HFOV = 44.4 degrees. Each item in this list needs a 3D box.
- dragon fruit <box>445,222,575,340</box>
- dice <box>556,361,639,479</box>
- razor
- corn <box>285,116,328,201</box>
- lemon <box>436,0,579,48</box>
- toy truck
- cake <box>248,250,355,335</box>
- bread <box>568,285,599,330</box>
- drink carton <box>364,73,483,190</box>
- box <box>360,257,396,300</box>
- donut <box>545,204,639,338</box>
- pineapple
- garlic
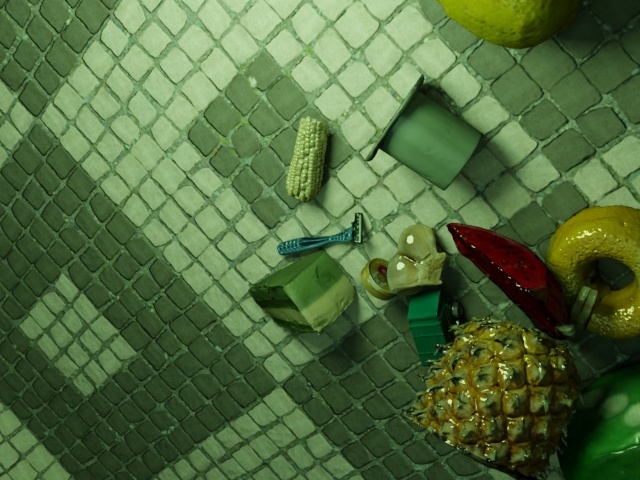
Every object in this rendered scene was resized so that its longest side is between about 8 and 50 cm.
[{"bbox_3d":[0.425,0.083,1.658,0.100,0.343,0.282,-40,127,-1],"label":"dragon fruit"},{"bbox_3d":[0.705,0.456,1.674,0.300,0.297,0.287,-33,99,32],"label":"dice"},{"bbox_3d":[0.000,0.000,1.939,0.253,0.042,0.081,-14,64,30],"label":"razor"},{"bbox_3d":[-0.028,-0.194,1.844,0.087,0.087,0.210,20,113,16],"label":"corn"},{"bbox_3d":[0.346,-0.487,1.433,0.260,0.260,0.284,-34,89,33],"label":"lemon"},{"bbox_3d":[0.286,0.236,1.871,0.114,0.124,0.253,-10,107,31],"label":"toy truck"},{"bbox_3d":[-0.048,0.130,2.007,0.158,0.172,0.284,56,157,-12],"label":"cake"},{"bbox_3d":[0.539,0.153,1.627,0.043,0.062,0.108,23,123,22],"label":"bread"},{"bbox_3d":[0.227,-0.216,1.654,0.190,0.185,0.191,35,121,3],"label":"drink carton"},{"bbox_3d":[0.147,0.093,1.876,0.105,0.105,0.037,42,129,2],"label":"box"},{"bbox_3d":[0.619,0.078,1.650,0.303,0.110,0.302,10,117,22],"label":"donut"},{"bbox_3d":[0.376,0.326,1.674,0.353,0.352,0.300,21,80,15],"label":"pineapple"},{"bbox_3d":[0.222,0.048,1.821,0.124,0.099,0.174,11,92,-5],"label":"garlic"}]
